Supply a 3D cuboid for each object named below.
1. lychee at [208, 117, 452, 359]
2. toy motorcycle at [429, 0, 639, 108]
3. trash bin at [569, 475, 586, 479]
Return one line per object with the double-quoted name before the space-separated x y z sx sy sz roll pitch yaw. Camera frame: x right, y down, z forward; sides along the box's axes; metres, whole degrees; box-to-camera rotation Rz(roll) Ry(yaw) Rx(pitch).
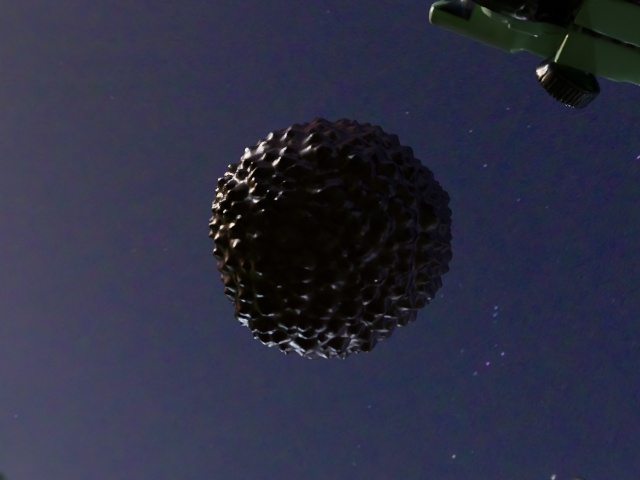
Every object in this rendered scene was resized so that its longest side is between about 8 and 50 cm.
"lychee" 0.000 0.000 0.723 0.300 0.264 0.264 -10 -80 36
"toy motorcycle" 0.257 -0.179 0.523 0.331 0.196 0.125 24 -48 7
"trash bin" 0.164 0.178 0.396 0.043 0.092 0.061 -43 -112 3
